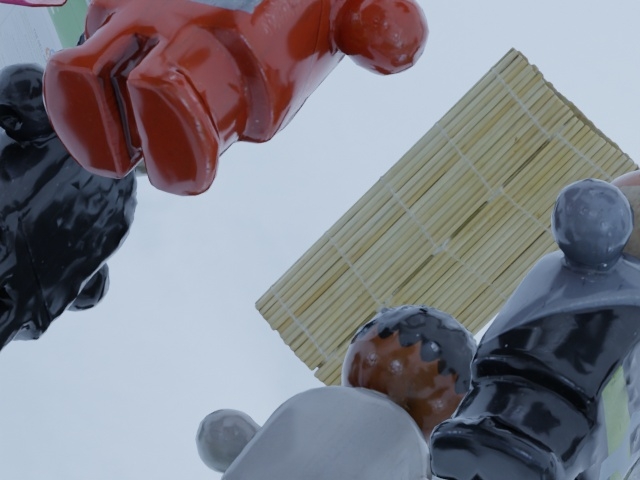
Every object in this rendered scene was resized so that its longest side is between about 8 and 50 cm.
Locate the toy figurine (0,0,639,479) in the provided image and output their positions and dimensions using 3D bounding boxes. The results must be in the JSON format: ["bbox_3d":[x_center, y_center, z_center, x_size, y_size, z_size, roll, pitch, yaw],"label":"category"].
[{"bbox_3d":[0.000,0.000,0.571,0.209,0.213,0.148,43,51,-6],"label":"toy figurine"}]

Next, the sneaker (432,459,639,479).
[{"bbox_3d":[0.139,0.160,0.881,0.292,0.169,0.108,-2,38,-9],"label":"sneaker"}]

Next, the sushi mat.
[{"bbox_3d":[0.103,0.000,1.609,0.316,0.019,0.151,-45,86,9],"label":"sushi mat"}]

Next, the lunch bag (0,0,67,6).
[{"bbox_3d":[-0.083,-0.211,0.321,0.120,0.293,0.258,0,55,-3],"label":"lunch bag"}]

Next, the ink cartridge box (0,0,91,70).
[{"bbox_3d":[-0.127,-0.107,1.087,0.062,0.209,0.109,-17,81,-30],"label":"ink cartridge box"}]
